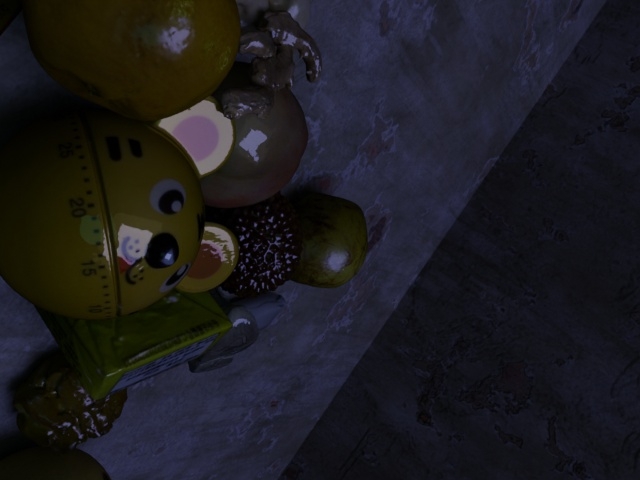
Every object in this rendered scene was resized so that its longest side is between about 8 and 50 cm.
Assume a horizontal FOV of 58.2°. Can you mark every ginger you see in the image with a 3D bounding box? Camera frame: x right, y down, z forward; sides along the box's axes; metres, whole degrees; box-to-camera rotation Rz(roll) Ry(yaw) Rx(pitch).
[{"bbox_3d":[-0.097,-0.299,0.981,0.258,0.065,0.149,-45,116,-37],"label":"ginger"}]

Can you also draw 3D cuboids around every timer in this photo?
[{"bbox_3d":[-0.315,-0.048,0.939,0.387,0.376,0.375,-9,132,-23],"label":"timer"}]

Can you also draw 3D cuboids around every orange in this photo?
[{"bbox_3d":[-0.248,-0.286,0.762,0.279,0.279,0.235,54,52,-61],"label":"orange"}]

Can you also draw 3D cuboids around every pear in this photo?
[{"bbox_3d":[-0.623,0.629,1.279,0.348,0.348,0.348,-37,147,-28],"label":"pear"},{"bbox_3d":[0.000,0.000,1.596,0.284,0.284,0.283,-37,147,-28],"label":"pear"}]

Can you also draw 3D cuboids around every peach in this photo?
[{"bbox_3d":[-0.160,-0.203,1.128,0.293,0.247,0.292,-11,122,-19],"label":"peach"}]

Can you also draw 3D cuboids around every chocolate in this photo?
[{"bbox_3d":[-0.383,0.145,1.157,0.301,0.288,0.137,-17,146,-47],"label":"chocolate"}]

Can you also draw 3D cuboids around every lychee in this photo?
[{"bbox_3d":[-0.164,-0.013,1.328,0.268,0.268,0.267,-37,147,-28],"label":"lychee"}]

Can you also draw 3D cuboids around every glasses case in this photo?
[{"bbox_3d":[-0.240,0.232,1.671,0.308,0.083,0.128,-14,139,-50],"label":"glasses case"}]

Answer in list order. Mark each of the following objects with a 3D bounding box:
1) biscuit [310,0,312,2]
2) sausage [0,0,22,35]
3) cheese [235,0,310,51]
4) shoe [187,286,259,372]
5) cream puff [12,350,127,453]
[{"bbox_3d":[-0.017,-0.599,1.131,0.133,0.032,0.250,-44,150,-16],"label":"biscuit"},{"bbox_3d":[-0.406,-0.362,0.769,0.371,0.082,0.082,-53,152,-3],"label":"sausage"},{"bbox_3d":[-0.180,-0.431,0.980,0.328,0.130,0.350,-36,147,-19],"label":"cheese"},{"bbox_3d":[-0.265,0.183,1.379,0.132,0.210,0.342,-10,161,-30],"label":"shoe"},{"bbox_3d":[-0.545,0.353,1.270,0.244,0.196,0.243,-8,104,-33],"label":"cream puff"}]
